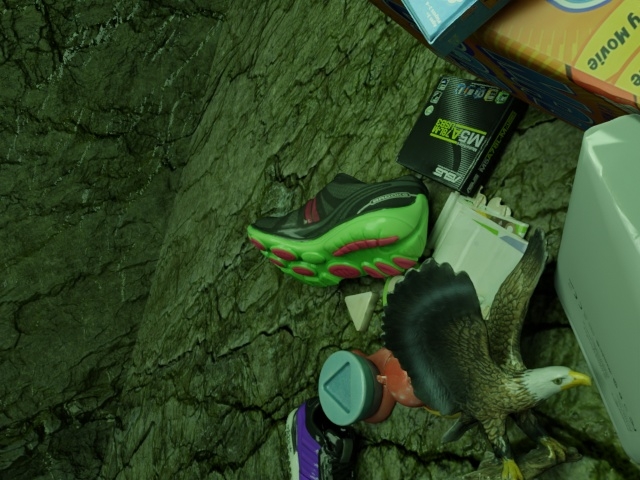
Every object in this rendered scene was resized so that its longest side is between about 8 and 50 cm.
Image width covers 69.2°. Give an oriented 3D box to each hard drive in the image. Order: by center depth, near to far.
[{"bbox_3d":[0.284,0.082,0.420,0.047,0.353,0.233,-19,63,16],"label":"hard drive"}]

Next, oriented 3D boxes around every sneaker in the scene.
[{"bbox_3d":[0.017,0.430,0.876,0.146,0.102,0.293,-49,42,32],"label":"sneaker"},{"bbox_3d":[0.031,-0.026,0.977,0.482,0.185,0.202,-4,47,44],"label":"sneaker"}]

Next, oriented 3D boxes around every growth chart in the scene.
[{"bbox_3d":[0.260,0.015,0.755,0.172,0.021,0.237,-60,38,21],"label":"growth chart"}]

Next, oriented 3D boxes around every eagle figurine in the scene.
[{"bbox_3d":[0.220,0.153,0.586,0.225,0.226,0.299,-22,82,20],"label":"eagle figurine"}]

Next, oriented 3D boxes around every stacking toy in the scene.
[{"bbox_3d":[0.098,0.182,0.828,0.309,0.130,0.280,-33,53,44],"label":"stacking toy"}]

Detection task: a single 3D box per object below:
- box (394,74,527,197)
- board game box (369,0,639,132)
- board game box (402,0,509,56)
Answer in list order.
[{"bbox_3d":[0.240,-0.191,0.823,0.184,0.045,0.190,-60,36,10],"label":"box"},{"bbox_3d":[0.285,-0.328,0.456,0.356,0.356,0.356,41,114,26],"label":"board game box"},{"bbox_3d":[0.129,-0.267,0.325,0.211,0.039,0.160,-35,72,30],"label":"board game box"}]
